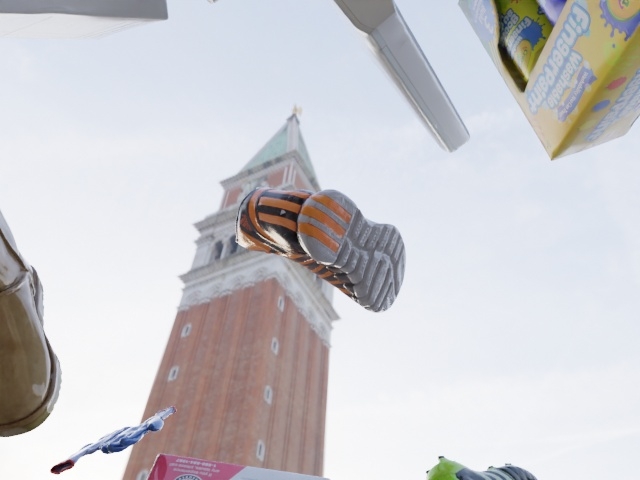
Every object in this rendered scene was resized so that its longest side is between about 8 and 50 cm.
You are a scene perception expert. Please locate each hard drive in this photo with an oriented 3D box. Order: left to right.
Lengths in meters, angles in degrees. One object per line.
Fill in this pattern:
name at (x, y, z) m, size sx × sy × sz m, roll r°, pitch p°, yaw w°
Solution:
hard drive at (0.056, -0.217, 0.686) m, size 0.040 × 0.203 × 0.307 m, roll -38°, pitch -23°, yaw 12°

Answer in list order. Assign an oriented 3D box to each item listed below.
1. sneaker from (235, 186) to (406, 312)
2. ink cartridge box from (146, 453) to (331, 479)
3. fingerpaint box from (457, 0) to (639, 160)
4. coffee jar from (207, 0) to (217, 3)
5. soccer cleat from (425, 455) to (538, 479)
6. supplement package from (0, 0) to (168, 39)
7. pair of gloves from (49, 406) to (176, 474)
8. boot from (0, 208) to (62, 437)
sneaker at (0.000, 0.000, 0.965) m, size 0.180 × 0.124 × 0.321 m, roll 15°, pitch -18°, yaw 34°
ink cartridge box at (-0.147, 0.495, 0.882) m, size 0.279 × 0.384 × 0.160 m, roll 8°, pitch -63°, yaw 6°
fingerpaint box at (0.394, -0.398, 0.997) m, size 0.163 × 0.371 × 0.445 m, roll -19°, pitch -21°, yaw -9°
coffee jar at (-0.130, -0.443, 0.979) m, size 0.184 × 0.079 × 0.096 m, roll -39°, pitch -37°, yaw 15°
soccer cleat at (0.206, 0.309, 0.810) m, size 0.179 × 0.072 × 0.060 m, roll 16°, pitch -66°, yaw -29°
supplement package at (-0.274, -0.248, 0.563) m, size 0.139 × 0.244 × 0.133 m, roll 5°, pitch -75°, yaw 42°
pair of gloves at (-0.320, 0.317, 1.056) m, size 0.198 × 0.159 × 0.023 m, roll -25°, pitch -92°, yaw 22°
boot at (-0.330, 0.018, 0.604) m, size 0.089 × 0.236 × 0.269 m, roll -19°, pitch -43°, yaw -15°
